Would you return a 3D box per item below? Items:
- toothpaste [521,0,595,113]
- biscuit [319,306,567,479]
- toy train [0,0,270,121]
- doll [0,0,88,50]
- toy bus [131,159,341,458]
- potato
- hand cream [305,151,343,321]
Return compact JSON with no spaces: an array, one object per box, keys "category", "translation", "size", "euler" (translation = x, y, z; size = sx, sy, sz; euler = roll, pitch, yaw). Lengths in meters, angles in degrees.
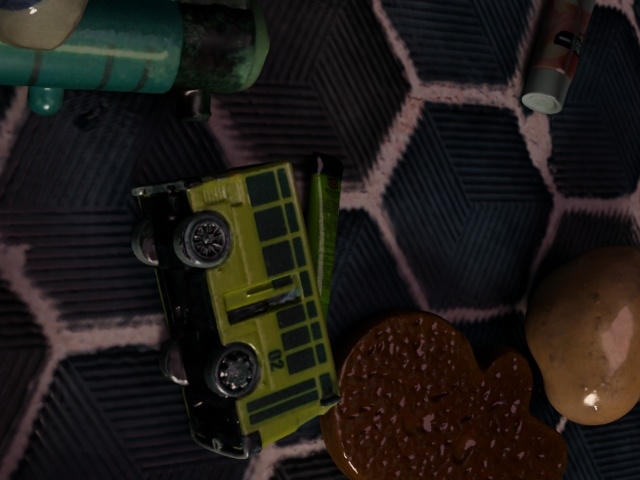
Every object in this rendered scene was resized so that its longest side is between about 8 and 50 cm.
[{"category":"toothpaste","translation":[0.211,-0.203,0.844],"size":[0.056,0.036,0.205],"euler":[27,73,-28]},{"category":"biscuit","translation":[0.094,0.147,0.771],"size":[0.236,0.039,0.180],"euler":[43,71,-25]},{"category":"toy train","translation":[-0.157,-0.157,0.564],"size":[0.298,0.120,0.194],"euler":[-1,99,-33]},{"category":"doll","translation":[-0.232,-0.122,0.388],"size":[0.258,0.154,0.228],"euler":[-27,116,-11]},{"category":"toy bus","translation":[-0.051,0.040,0.646],"size":[0.101,0.088,0.175],"euler":[-17,99,-33]},{"category":"potato","translation":[0.219,0.074,0.809],"size":[0.112,0.112,0.147],"euler":[15,78,-32]},{"category":"hand cream","translation":[0.000,0.000,0.716],"size":[0.036,0.023,0.122],"euler":[13,82,-53]}]
